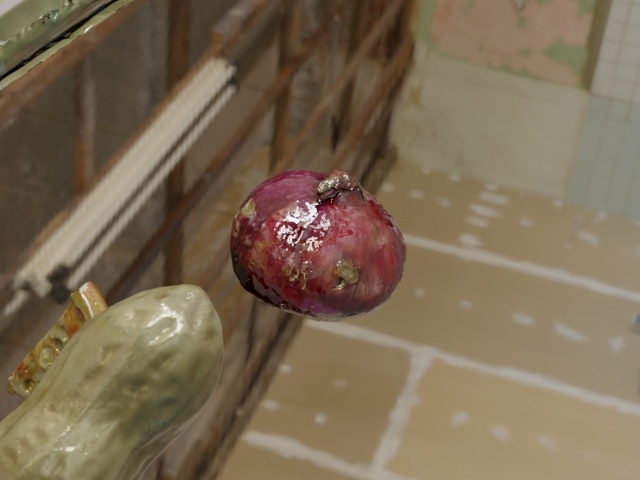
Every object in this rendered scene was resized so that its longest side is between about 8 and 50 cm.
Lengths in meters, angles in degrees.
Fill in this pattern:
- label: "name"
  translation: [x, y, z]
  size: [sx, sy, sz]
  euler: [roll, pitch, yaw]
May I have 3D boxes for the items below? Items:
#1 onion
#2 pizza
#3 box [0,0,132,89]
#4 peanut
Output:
- label: "onion"
  translation: [0.000, 0.000, 0.745]
  size: [0.107, 0.107, 0.097]
  euler: [-58, -7, -51]
- label: "pizza"
  translation: [-0.255, 0.128, 1.225]
  size: [0.036, 0.176, 0.184]
  euler: [-11, -76, -56]
- label: "box"
  translation: [-0.251, -0.204, 0.457]
  size: [0.420, 0.138, 0.373]
  euler: [-49, -55, -45]
- label: "peanut"
  translation: [-0.161, 0.138, 0.880]
  size: [0.256, 0.123, 0.123]
  euler: [-49, -15, 0]
